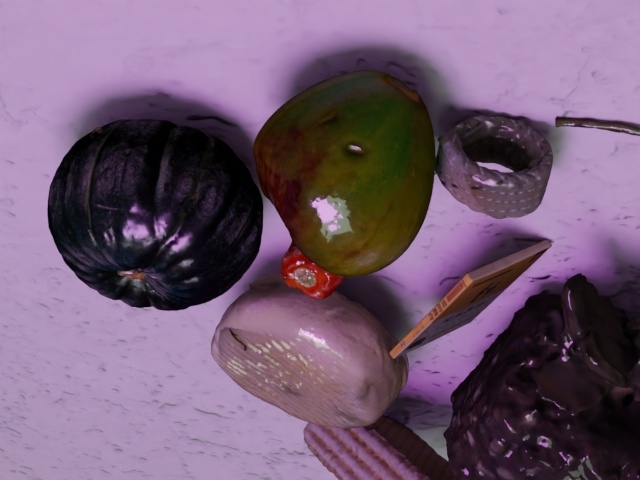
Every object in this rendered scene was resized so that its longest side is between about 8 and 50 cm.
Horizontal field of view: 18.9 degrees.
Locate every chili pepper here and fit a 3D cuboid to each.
[{"bbox_3d":[0.000,0.000,1.913,0.073,0.123,0.070,0,141,17],"label":"chili pepper"}]

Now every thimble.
[{"bbox_3d":[0.161,-0.070,1.799,0.110,0.084,0.062,11,142,4],"label":"thimble"}]

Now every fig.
[{"bbox_3d":[0.027,-0.069,1.787,0.181,0.181,0.191,31,116,-17],"label":"fig"}]

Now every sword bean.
[{"bbox_3d":[0.258,-0.106,1.780,0.083,0.012,0.012,7,141,14],"label":"sword bean"}]

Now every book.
[{"bbox_3d":[0.151,0.060,1.954,0.012,0.118,0.172,57,142,14],"label":"book"}]

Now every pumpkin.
[{"bbox_3d":[-0.164,-0.025,1.914,0.220,0.162,0.220,16,153,8],"label":"pumpkin"}]

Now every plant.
[{"bbox_3d":[0.273,0.156,1.935,0.215,0.213,0.312,26,137,-6],"label":"plant"}]

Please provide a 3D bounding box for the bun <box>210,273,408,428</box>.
[{"bbox_3d":[-0.007,0.111,2.057,0.210,0.116,0.237,31,156,-12],"label":"bun"}]

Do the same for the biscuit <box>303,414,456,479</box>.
[{"bbox_3d":[0.139,0.302,2.052,0.144,0.078,0.426,27,-172,-38],"label":"biscuit"}]
